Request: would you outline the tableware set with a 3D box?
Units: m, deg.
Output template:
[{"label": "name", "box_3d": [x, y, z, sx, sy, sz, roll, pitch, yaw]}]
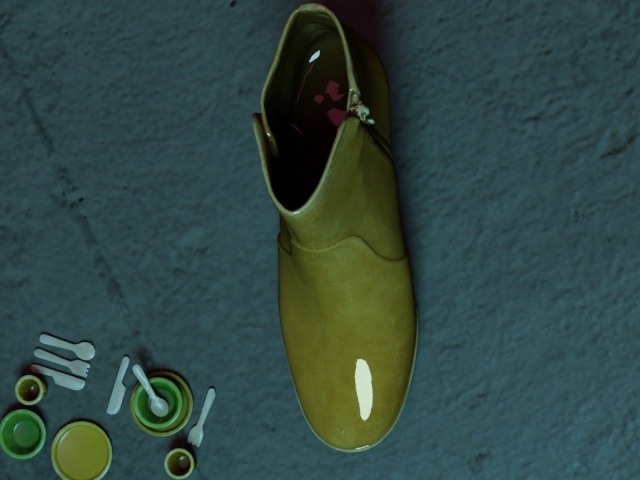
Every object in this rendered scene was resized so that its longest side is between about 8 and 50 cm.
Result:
[{"label": "tableware set", "box_3d": [-0.160, 0.136, 1.293, 0.154, 0.024, 0.104, 18, 89, 11]}]

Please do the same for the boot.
[{"label": "boot", "box_3d": [0.001, -0.001, 1.176, 0.104, 0.211, 0.295, -1, 86, 12]}]
